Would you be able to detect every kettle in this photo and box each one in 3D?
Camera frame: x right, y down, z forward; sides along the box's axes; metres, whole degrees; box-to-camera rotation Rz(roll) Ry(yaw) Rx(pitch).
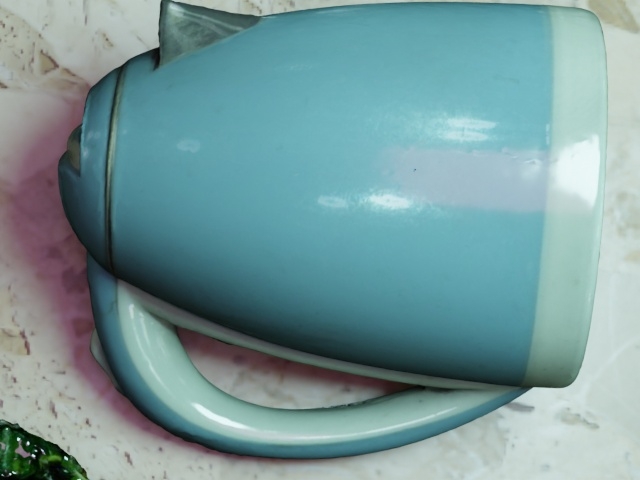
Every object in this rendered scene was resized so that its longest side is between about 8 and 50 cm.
[{"bbox_3d":[0.000,0.000,1.293,0.342,0.247,0.319,2,107,1],"label":"kettle"}]

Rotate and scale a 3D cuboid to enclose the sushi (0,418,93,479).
[{"bbox_3d":[-0.173,0.217,1.276,0.124,0.127,0.225,-42,90,-11],"label":"sushi"}]
